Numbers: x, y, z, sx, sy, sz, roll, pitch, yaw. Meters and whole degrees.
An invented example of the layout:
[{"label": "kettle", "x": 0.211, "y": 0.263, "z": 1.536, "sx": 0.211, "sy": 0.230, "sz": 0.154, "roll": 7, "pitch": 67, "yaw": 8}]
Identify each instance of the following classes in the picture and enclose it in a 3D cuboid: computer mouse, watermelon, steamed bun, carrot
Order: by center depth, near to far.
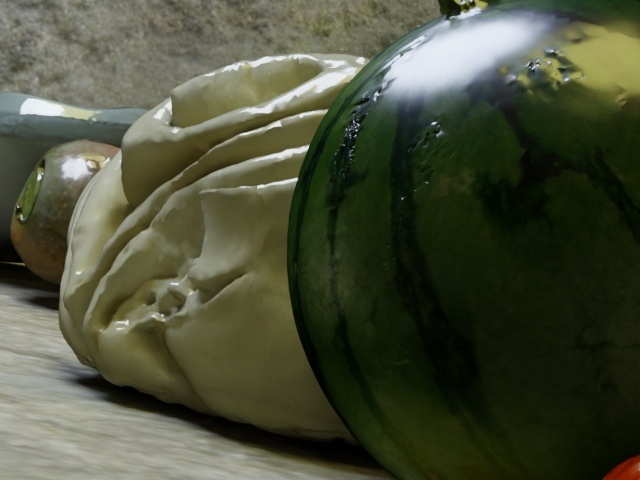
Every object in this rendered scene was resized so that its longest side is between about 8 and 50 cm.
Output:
[{"label": "watermelon", "x": 0.106, "y": 0.010, "z": 0.656, "sx": 0.242, "sy": 0.242, "sz": 0.242, "roll": 11, "pitch": 2, "yaw": 0}, {"label": "steamed bun", "x": -0.003, "y": -0.001, "z": 0.900, "sx": 0.276, "sy": 0.203, "sz": 0.289, "roll": 10, "pitch": 1, "yaw": -15}, {"label": "carrot", "x": -0.102, "y": 0.006, "z": 1.284, "sx": 0.302, "sy": 0.138, "sz": 0.139, "roll": 10, "pitch": 2, "yaw": -25}, {"label": "computer mouse", "x": -0.258, "y": -0.040, "z": 1.408, "sx": 0.197, "sy": 0.095, "sz": 0.331, "roll": 8, "pitch": -25, "yaw": -23}]

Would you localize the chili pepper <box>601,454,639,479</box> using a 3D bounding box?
[{"label": "chili pepper", "x": 0.122, "y": 0.101, "z": 0.471, "sx": 0.086, "sy": 0.084, "sz": 0.192, "roll": -22, "pitch": -8, "yaw": 11}]
